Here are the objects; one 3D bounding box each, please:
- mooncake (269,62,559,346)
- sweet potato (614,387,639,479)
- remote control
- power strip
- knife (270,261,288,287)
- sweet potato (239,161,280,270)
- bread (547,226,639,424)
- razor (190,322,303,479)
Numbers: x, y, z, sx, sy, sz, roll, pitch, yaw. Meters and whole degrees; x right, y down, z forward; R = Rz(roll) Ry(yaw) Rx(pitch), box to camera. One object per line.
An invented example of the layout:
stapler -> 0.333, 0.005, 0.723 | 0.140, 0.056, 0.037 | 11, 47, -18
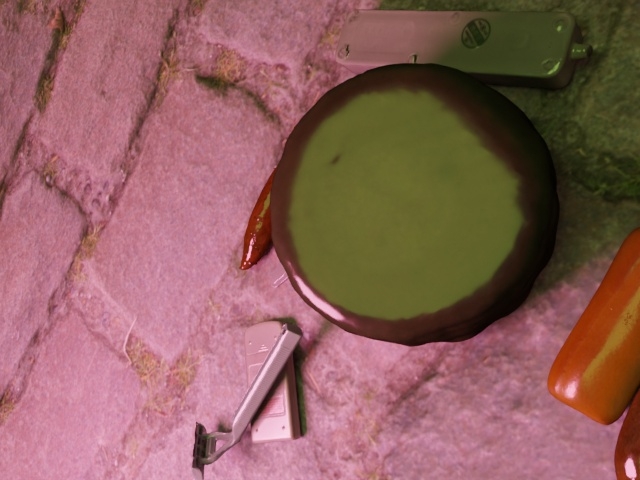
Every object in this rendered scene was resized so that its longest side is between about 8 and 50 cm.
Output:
mooncake -> 0.123, -0.039, 0.827 | 0.357, 0.194, 0.356 | -3, 82, 20
sweet potato -> 0.379, 0.205, 0.673 | 0.108, 0.079, 0.346 | 29, 88, 55
remote control -> -0.079, 0.224, 1.021 | 0.088, 0.029, 0.189 | -17, 72, 30
power strip -> 0.194, -0.279, 0.919 | 0.385, 0.062, 0.091 | 16, 89, 36
knife -> 0.000, -0.002, 1.021 | 0.244, 0.032, 0.058 | -34, 68, 28
sweet potato -> -0.076, -0.067, 1.062 | 0.057, 0.057, 0.264 | 31, 99, 35
bread -> 0.346, 0.091, 0.729 | 0.239, 0.074, 0.092 | -63, 32, 6
razor -> -0.110, 0.245, 0.990 | 0.277, 0.056, 0.111 | -52, 18, 14
